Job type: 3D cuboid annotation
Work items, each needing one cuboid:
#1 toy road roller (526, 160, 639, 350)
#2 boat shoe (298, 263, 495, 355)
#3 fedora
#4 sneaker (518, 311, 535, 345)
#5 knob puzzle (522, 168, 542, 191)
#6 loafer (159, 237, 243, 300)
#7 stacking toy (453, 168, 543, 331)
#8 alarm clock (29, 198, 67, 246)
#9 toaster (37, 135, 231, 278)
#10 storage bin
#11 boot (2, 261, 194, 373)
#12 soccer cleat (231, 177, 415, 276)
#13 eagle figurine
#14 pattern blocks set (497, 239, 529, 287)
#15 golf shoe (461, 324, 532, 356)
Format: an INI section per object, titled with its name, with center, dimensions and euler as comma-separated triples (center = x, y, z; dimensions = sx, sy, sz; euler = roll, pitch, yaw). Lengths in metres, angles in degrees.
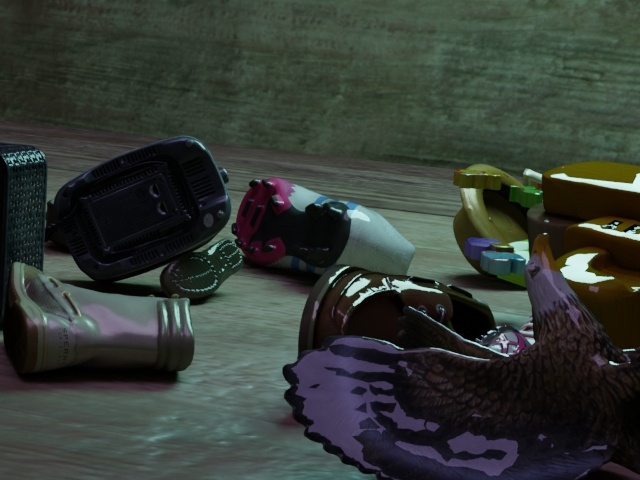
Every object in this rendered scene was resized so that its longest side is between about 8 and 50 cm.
[toy road roller]
center = 0.262, 0.061, 1.575
dimensions = 0.240, 0.202, 0.329
euler = -14, 17, -32
[boat shoe]
center = 0.077, 0.077, 1.651
dimensions = 0.104, 0.111, 0.307
euler = 6, 8, 22
[fedora]
center = 0.234, -0.006, 2.341
dimensions = 0.079, 0.194, 0.194
euler = -38, -19, 33
[sneaker]
center = 0.226, 0.085, 1.830
dimensions = 0.051, 0.070, 0.134
euler = 11, 11, 31
[knob puzzle]
center = 0.359, -0.006, 2.424
dimensions = 0.213, 0.030, 0.213
euler = 27, -24, 13
[loafer]
center = -0.140, 0.041, 2.050
dimensions = 0.050, 0.056, 0.148
euler = -34, -6, 31
[stacking toy]
center = 0.185, 0.016, 1.954
dimensions = 0.052, 0.167, 0.221
euler = 2, 8, -12
[alarm clock]
center = -0.278, -0.018, 2.354
dimensions = 0.192, 0.064, 0.129
euler = 5, 7, 26
[toaster]
center = -0.212, -0.026, 2.057
dimensions = 0.227, 0.129, 0.146
euler = -24, -5, -7
[storage bin]
center = -0.350, -0.008, 1.801
dimensions = 0.122, 0.180, 0.084
euler = 7, 7, 19
[boot]
center = -0.207, 0.073, 1.666
dimensions = 0.165, 0.077, 0.213
euler = 1, 13, -16
[soccer cleat]
center = 0.000, 0.000, 2.286
dimensions = 0.143, 0.116, 0.331
euler = 21, -1, -27
[eagle figurine]
center = 0.158, 0.107, 1.317
dimensions = 0.298, 0.226, 0.225
euler = -22, 37, 28
[pattern blocks set]
center = 0.341, 0.035, 2.018
dimensions = 0.285, 0.026, 0.325
euler = 7, 31, 18
[golf shoe]
center = 0.156, 0.125, 1.564
dimensions = 0.086, 0.067, 0.186
euler = 35, 18, 18
